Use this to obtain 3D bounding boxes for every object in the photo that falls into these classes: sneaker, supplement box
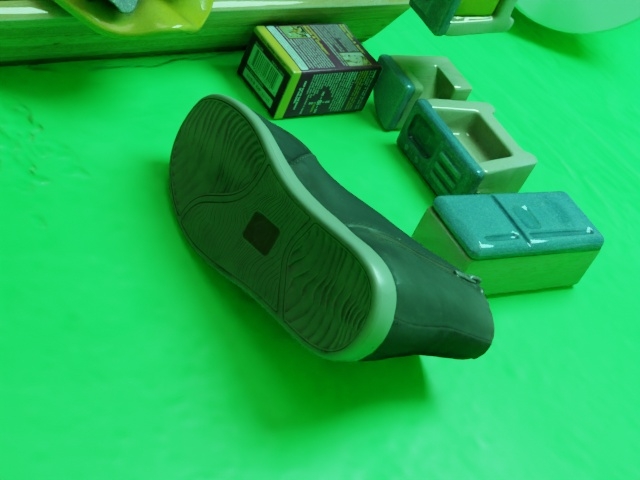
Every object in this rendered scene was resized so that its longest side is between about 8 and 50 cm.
[{"bbox_3d":[0.000,0.000,0.740,0.118,0.083,0.222,16,26,-46],"label":"sneaker"},{"bbox_3d":[-0.008,-0.121,0.894,0.083,0.043,0.055,-9,49,-38],"label":"supplement box"}]

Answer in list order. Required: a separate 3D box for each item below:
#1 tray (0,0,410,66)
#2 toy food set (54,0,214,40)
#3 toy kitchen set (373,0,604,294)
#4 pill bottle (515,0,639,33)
[{"bbox_3d":[-0.134,-0.229,0.863,0.411,0.076,0.203,-12,77,-40],"label":"tray"},{"bbox_3d":[-0.140,-0.214,0.754,0.218,0.071,0.128,35,52,-19],"label":"toy food set"},{"bbox_3d":[0.109,-0.095,0.830,0.122,0.166,0.207,-5,46,-36],"label":"toy kitchen set"},{"bbox_3d":[0.242,-0.355,1.195,0.210,0.210,0.363,20,37,-9],"label":"pill bottle"}]
